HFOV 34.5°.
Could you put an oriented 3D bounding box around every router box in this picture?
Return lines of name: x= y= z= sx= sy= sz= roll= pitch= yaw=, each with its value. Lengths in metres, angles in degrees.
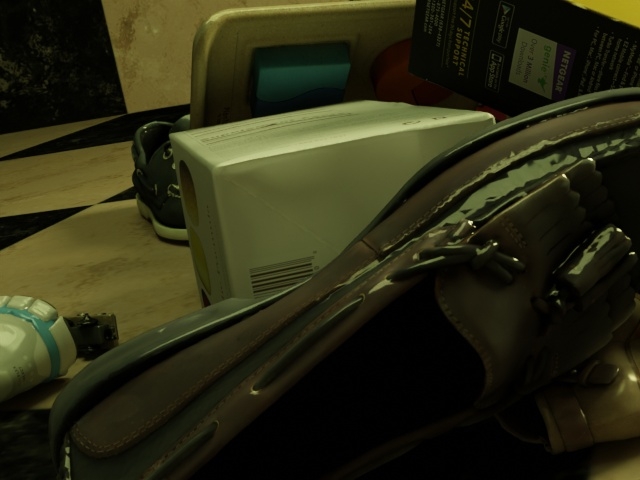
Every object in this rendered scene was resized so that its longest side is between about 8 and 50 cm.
router box: x=0.233 y=-0.148 z=0.574 sx=0.243 sy=0.081 sz=0.309 roll=28 pitch=49 yaw=23

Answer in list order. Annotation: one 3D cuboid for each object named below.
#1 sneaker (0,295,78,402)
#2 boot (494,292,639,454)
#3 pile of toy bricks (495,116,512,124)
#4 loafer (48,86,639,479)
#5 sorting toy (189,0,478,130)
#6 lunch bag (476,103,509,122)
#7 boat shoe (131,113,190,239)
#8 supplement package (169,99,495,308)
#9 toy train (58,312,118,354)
sneaker: x=-0.252 y=0.074 z=0.642 sx=0.191 sy=0.071 sz=0.083 roll=-5 pitch=20 yaw=25
boot: x=0.116 y=0.059 z=0.464 sx=0.087 sy=0.042 sz=0.118 roll=-22 pitch=7 yaw=-10
pile of toy bricks: x=0.140 y=-0.011 z=0.646 sx=0.105 sy=0.118 sz=0.212 roll=17 pitch=-3 yaw=1
loafer: x=0.035 y=0.047 z=0.405 sx=0.303 sy=0.109 sz=0.095 roll=-28 pitch=30 yaw=1
sorting toy: x=0.014 y=-0.071 z=0.777 sx=0.229 sy=0.041 sz=0.307 roll=-10 pitch=-26 yaw=-13
lunch bag: x=0.173 y=-0.147 z=0.838 sx=0.120 sy=0.258 sz=0.293 roll=-34 pitch=43 yaw=-31
boat shoe: x=-0.125 y=-0.077 z=1.069 sx=0.127 sy=0.113 sz=0.340 roll=-15 pitch=13 yaw=-16
supplement package: x=0.000 y=0.000 z=0.582 sx=0.134 sy=0.139 sz=0.244 roll=-11 pitch=11 yaw=-11
toy train: x=-0.200 y=0.066 z=0.723 sx=0.158 sy=0.027 sz=0.036 roll=-4 pitch=4 yaw=30
